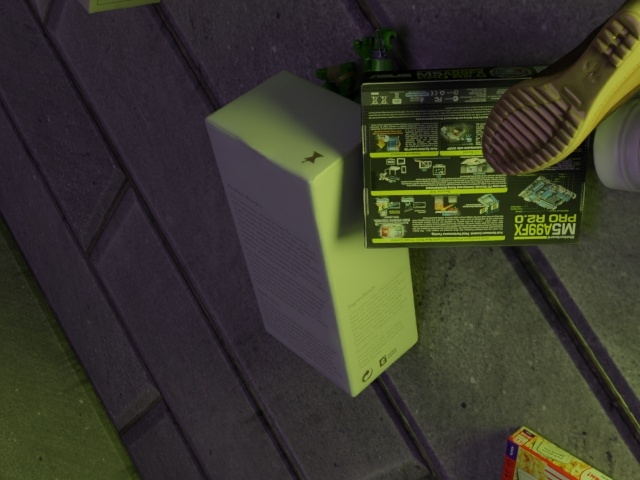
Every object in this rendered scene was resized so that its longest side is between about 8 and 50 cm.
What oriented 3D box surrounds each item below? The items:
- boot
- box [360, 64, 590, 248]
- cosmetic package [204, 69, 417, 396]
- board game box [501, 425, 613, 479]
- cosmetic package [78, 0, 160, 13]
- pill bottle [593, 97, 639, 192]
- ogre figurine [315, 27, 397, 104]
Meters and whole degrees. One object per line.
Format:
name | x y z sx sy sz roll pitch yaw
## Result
boot | 0.297 -0.167 0.853 0.090 0.207 0.248 56 139 11
box | 0.184 -0.099 1.014 0.270 0.060 0.216 -2 116 5
cosmetic package | 0.000 0.000 1.255 0.230 0.161 0.453 33 148 36
board game box | 0.357 0.383 1.215 0.193 0.045 0.147 27 129 40
cosmetic package | -0.356 -0.574 1.473 0.113 0.160 0.309 48 139 24
pill bottle | 0.406 -0.089 0.822 0.246 0.136 0.136 11 118 48
ogre figurine | 0.059 -0.217 1.220 0.197 0.097 0.118 -23 72 38
